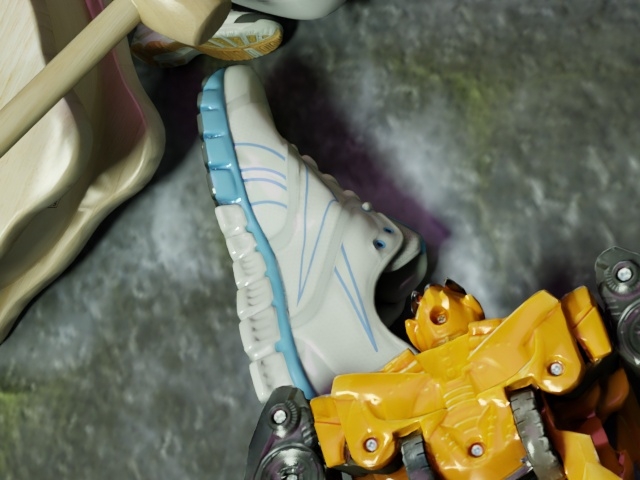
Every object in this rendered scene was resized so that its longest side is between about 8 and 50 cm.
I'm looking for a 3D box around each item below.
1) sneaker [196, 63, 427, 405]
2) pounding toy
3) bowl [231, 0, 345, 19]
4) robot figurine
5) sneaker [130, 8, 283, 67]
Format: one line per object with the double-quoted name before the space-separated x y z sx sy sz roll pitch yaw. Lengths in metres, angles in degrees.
"sneaker" 0.000 0.000 0.751 0.083 0.071 0.191 -17 59 1
"pounding toy" -0.173 -0.061 0.778 0.269 0.155 0.154 -46 74 19
"bowl" -0.013 -0.168 0.825 0.142 0.053 0.142 24 80 37
"robot figurine" 0.083 0.146 0.606 0.211 0.085 0.291 -23 59 12
"sneaker" -0.054 -0.105 0.840 0.083 0.032 0.037 0 70 31
